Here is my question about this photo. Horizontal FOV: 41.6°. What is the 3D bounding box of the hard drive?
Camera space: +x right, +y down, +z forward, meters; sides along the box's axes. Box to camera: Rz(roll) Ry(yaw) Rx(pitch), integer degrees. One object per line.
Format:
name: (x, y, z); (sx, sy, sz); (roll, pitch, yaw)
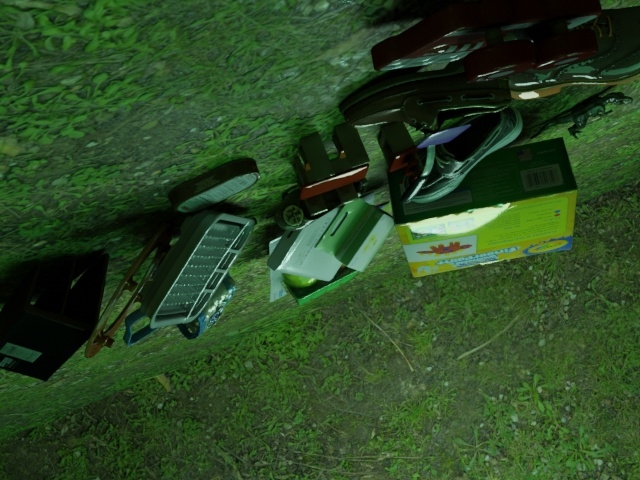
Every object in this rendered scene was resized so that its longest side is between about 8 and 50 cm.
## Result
hard drive: (0.000, 0.000, 2.115); (0.203, 0.040, 0.307); (-57, 155, 8)

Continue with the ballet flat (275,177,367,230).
ballet flat: (0.008, -0.092, 1.912); (0.250, 0.084, 0.058); (-24, -171, -28)

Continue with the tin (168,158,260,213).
tin: (-0.208, -0.105, 1.663); (0.190, 0.040, 0.106); (-24, 163, 10)

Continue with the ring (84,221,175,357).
ring: (-0.394, 0.109, 1.792); (0.336, 0.032, 0.336); (-59, -178, 4)

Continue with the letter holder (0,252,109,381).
letter holder: (-0.598, 0.143, 1.846); (0.152, 0.214, 0.302); (23, 141, -26)

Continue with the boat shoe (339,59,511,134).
boat shoe: (0.187, -0.245, 1.517); (0.307, 0.104, 0.111); (-16, 176, 16)

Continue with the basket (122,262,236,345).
basket: (-0.365, 0.158, 2.121); (0.289, 0.201, 0.255); (-28, 171, -21)

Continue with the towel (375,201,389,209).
towel: (0.159, -0.087, 2.430); (0.083, 0.009, 0.060); (-20, 167, -6)

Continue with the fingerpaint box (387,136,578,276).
fingerpaint box: (0.425, -0.077, 2.210); (0.445, 0.163, 0.371); (-11, 154, 10)

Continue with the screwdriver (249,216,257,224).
screwdriver: (-0.230, -0.017, 2.034); (0.170, 0.024, 0.025); (-23, 139, 14)

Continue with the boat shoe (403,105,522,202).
boat shoe: (0.308, -0.212, 1.964); (0.335, 0.121, 0.119); (-40, 152, 27)

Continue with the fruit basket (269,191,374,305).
fruit basket: (-0.006, 0.019, 2.351); (0.327, 0.165, 0.353); (-26, 148, -16)

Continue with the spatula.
spatula: (0.207, -0.146, 1.654); (0.084, 0.030, 0.296); (-14, 156, -19)

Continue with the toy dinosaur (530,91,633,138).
toy dinosaur: (0.690, -0.325, 2.227); (0.268, 0.064, 0.118); (-25, 161, 25)

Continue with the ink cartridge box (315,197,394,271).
ink cartridge box: (0.097, -0.015, 2.155); (0.171, 0.056, 0.235); (-56, 157, 6)

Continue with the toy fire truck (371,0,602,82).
toy fire truck: (0.256, -0.324, 1.278); (0.302, 0.169, 0.254); (-15, -177, -28)

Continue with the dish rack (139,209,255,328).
dish rack: (-0.274, 0.050, 1.842); (0.285, 0.072, 0.333); (-57, 172, 4)

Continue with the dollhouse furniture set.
dollhouse furniture set: (0.077, -0.141, 1.761); (0.259, 0.135, 0.262); (-20, 168, -8)

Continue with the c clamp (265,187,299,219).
c clamp: (-0.060, -0.093, 1.994); (0.137, 0.022, 0.160); (-21, 167, -11)

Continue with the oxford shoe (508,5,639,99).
oxford shoe: (0.485, -0.353, 1.506); (0.364, 0.130, 0.133); (-16, 155, 22)
